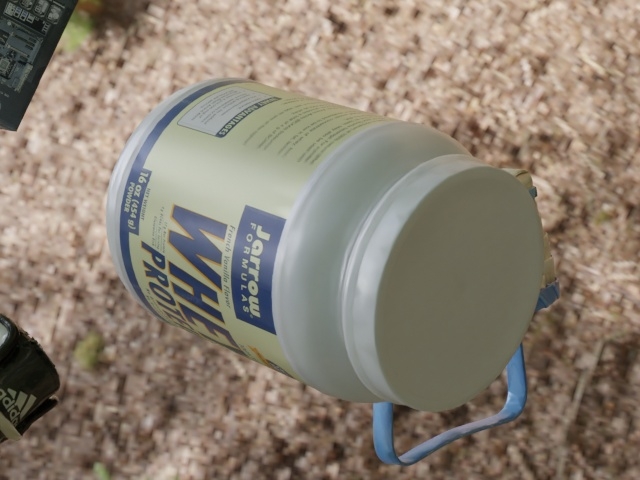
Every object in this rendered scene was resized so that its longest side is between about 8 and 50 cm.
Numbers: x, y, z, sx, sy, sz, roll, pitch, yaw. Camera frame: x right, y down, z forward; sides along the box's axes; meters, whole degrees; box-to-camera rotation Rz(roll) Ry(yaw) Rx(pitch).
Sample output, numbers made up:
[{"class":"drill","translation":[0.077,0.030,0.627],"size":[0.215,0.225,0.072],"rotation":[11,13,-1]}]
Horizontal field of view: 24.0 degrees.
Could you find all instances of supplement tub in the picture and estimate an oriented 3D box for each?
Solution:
[{"class":"supplement tub","translation":[0.000,0.000,1.267],"size":[0.325,0.235,0.235],"rotation":[19,90,43]}]

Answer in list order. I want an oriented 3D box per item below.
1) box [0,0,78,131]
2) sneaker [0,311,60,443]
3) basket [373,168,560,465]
[{"class":"box","translation":[-0.402,-0.249,1.645],"size":[0.059,0.233,0.183],"rotation":[12,77,63]},{"class":"sneaker","translation":[-0.311,0.166,1.150],"size":[0.257,0.169,0.447],"rotation":[-30,31,-13]},{"class":"basket","translation":[0.137,0.072,1.586],"size":[0.201,0.255,0.289],"rotation":[-3,96,38]}]
